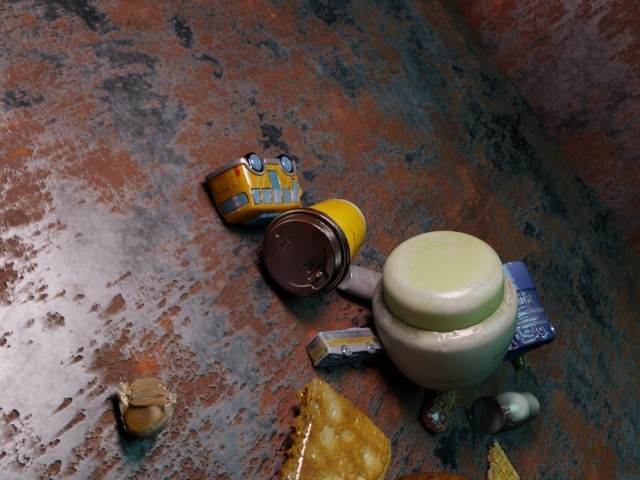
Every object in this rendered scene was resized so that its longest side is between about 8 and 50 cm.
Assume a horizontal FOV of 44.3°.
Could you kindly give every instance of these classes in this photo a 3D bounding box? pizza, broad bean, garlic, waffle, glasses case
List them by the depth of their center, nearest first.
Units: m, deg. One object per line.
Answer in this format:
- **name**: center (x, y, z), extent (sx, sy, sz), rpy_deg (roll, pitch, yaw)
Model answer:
- **garlic**: center (-0.271, 0.265, 1.254), extent (0.074, 0.094, 0.113), rpy_deg (80, 1, -48)
- **pizza**: center (0.029, 0.432, 1.473), extent (0.258, 0.087, 0.268), rpy_deg (45, 36, -23)
- **waffle**: center (0.409, 0.566, 1.870), extent (0.191, 0.032, 0.125), rpy_deg (-21, 80, -57)
- **glasses case**: center (0.294, 0.383, 1.870), extent (0.073, 0.049, 0.194), rpy_deg (50, 34, -8)
- **broad bean**: center (0.560, 0.281, 2.289), extent (0.061, 0.046, 0.195), rpy_deg (28, 41, -31)

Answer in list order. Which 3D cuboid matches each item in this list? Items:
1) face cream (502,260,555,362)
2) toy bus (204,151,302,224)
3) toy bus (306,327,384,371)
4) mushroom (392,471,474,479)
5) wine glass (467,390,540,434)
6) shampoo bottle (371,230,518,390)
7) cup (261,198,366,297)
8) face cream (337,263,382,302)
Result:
- **face cream**: center (0.459, 0.203, 2.047), extent (0.249, 0.249, 0.225), rpy_deg (0, 63, -51)
- **toy bus**: center (-0.133, -0.105, 1.697), extent (0.210, 0.126, 0.136), rpy_deg (-6, 75, -53)
- **toy bus**: center (0.053, 0.232, 1.695), extent (0.191, 0.064, 0.075), rpy_deg (1, 49, -51)
- **mushroom**: center (0.180, 0.584, 1.345), extent (0.331, 0.334, 0.356), rpy_deg (32, 30, -30)
- **wine glass**: center (0.474, 0.437, 2.005), extent (0.222, 0.103, 0.103), rpy_deg (6, 57, -49)
- **shampoo bottle**: center (0.281, 0.165, 1.773), extent (0.322, 0.323, 0.317), rpy_deg (-72, 156, -50)
- **cup**: center (0.000, 0.000, 1.725), extent (0.196, 0.196, 0.280), rpy_deg (54, 27, -2)
- **face cream**: center (0.118, 0.109, 1.883), extent (0.198, 0.057, 0.084), rpy_deg (23, 48, -42)
